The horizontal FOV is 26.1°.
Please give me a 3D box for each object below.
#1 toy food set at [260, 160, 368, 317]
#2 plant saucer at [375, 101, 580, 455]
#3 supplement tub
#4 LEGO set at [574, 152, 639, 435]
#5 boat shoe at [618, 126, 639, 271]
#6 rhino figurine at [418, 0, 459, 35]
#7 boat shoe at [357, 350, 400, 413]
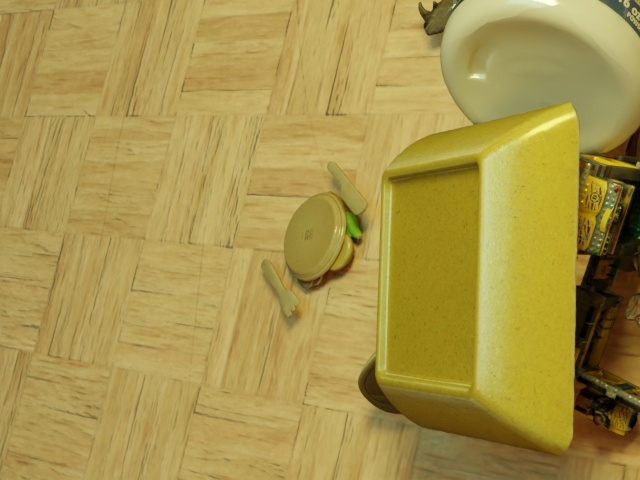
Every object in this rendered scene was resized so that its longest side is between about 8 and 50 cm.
[{"bbox_3d":[0.000,0.000,1.850,0.192,0.038,0.132,-55,40,19],"label":"toy food set"},{"bbox_3d":[0.141,0.039,1.414,0.333,0.081,0.333,174,98,-68],"label":"plant saucer"},{"bbox_3d":[0.280,-0.267,1.496,0.228,0.228,0.316,-8,42,40],"label":"supplement tub"},{"bbox_3d":[0.308,0.055,1.384,0.255,0.192,0.331,35,111,35],"label":"LEGO set"},{"bbox_3d":[0.355,-0.052,1.533,0.060,0.064,0.178,-152,76,-77],"label":"boat shoe"},{"bbox_3d":[0.214,-0.285,1.733,0.243,0.073,0.106,17,90,46],"label":"rhino figurine"},{"bbox_3d":[0.166,0.095,1.625,0.302,0.109,0.098,-43,14,28],"label":"boat shoe"}]
